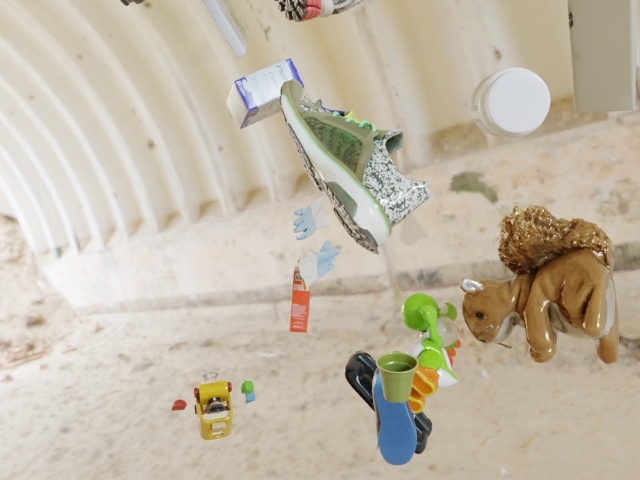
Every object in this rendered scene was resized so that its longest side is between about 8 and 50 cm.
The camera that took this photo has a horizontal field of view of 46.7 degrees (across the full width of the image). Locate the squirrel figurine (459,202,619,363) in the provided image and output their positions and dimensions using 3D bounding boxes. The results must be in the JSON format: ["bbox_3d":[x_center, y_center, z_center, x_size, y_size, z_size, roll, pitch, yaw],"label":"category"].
[{"bbox_3d":[0.555,0.113,1.915,0.370,0.397,0.281,-3,-17,30],"label":"squirrel figurine"}]

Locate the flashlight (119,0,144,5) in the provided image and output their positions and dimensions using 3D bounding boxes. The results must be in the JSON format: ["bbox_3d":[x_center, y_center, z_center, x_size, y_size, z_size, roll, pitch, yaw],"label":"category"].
[{"bbox_3d":[-0.401,-0.547,1.274,0.103,0.304,0.103,-41,44,1],"label":"flashlight"}]

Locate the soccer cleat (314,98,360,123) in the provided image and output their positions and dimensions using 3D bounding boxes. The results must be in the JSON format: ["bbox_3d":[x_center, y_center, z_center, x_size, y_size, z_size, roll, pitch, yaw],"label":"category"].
[{"bbox_3d":[0.089,-0.306,2.128,0.289,0.121,0.093,25,20,-17],"label":"soccer cleat"}]

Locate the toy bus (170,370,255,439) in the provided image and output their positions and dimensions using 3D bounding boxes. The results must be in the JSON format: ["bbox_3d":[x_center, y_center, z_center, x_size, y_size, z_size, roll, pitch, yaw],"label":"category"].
[{"bbox_3d":[-0.273,0.441,1.924,0.191,0.104,0.202,-35,-38,23],"label":"toy bus"}]

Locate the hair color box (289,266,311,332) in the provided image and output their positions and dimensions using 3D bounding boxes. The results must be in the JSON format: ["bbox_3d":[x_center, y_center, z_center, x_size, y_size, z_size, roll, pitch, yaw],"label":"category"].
[{"bbox_3d":[-0.054,0.160,2.032,0.053,0.167,0.093,3,6,0],"label":"hair color box"}]

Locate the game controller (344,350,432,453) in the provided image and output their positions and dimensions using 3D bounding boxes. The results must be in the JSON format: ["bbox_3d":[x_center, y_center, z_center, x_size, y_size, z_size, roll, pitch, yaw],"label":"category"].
[{"bbox_3d":[0.189,0.449,2.071,0.067,0.319,0.166,-42,2,31],"label":"game controller"}]

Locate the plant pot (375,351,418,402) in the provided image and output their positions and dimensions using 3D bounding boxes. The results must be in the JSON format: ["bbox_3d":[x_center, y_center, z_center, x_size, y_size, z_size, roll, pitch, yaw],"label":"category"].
[{"bbox_3d":[0.151,0.274,1.460,0.083,0.079,0.083,-1,18,0],"label":"plant pot"}]

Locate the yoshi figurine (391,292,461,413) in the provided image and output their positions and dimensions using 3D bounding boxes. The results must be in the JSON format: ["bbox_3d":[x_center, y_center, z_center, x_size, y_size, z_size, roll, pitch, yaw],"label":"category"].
[{"bbox_3d":[0.267,0.277,2.035,0.204,0.203,0.362,-6,31,29],"label":"yoshi figurine"}]

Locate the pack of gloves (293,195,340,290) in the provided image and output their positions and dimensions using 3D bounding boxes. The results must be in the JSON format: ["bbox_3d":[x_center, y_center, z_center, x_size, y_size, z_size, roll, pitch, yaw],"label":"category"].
[{"bbox_3d":[0.000,0.000,1.872,0.046,0.195,0.232,-5,12,21],"label":"pack of gloves"}]

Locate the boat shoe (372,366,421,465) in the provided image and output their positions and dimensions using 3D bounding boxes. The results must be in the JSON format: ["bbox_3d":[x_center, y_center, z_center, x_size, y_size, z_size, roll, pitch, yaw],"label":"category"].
[{"bbox_3d":[0.173,0.390,1.683,0.109,0.258,0.089,-3,26,3],"label":"boat shoe"}]

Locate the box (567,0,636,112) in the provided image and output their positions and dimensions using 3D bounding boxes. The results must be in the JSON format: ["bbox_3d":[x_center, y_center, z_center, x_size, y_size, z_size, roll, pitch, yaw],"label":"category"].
[{"bbox_3d":[0.432,-0.339,1.137,0.094,0.275,0.113,1,42,24],"label":"box"}]

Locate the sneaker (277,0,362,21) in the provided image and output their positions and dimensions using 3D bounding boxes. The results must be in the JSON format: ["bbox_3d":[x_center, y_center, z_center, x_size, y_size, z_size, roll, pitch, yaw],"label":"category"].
[{"bbox_3d":[-0.013,-0.321,0.708,0.093,0.225,0.088,-13,2,-24],"label":"sneaker"}]

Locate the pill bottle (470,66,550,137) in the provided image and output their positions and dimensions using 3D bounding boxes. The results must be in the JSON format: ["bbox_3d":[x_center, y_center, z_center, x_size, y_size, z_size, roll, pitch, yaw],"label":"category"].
[{"bbox_3d":[0.445,-0.322,1.744,0.161,0.161,0.283,-14,8,8],"label":"pill bottle"}]

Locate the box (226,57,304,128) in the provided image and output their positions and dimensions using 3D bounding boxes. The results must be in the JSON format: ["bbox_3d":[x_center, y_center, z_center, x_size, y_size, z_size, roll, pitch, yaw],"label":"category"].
[{"bbox_3d":[-0.118,-0.309,1.572,0.137,0.072,0.126,-27,-1,-17],"label":"box"}]

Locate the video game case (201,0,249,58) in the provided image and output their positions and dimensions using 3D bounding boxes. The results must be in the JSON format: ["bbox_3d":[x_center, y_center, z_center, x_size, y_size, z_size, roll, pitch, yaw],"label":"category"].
[{"bbox_3d":[-0.213,-0.491,1.490,0.026,0.227,0.206,-28,26,11],"label":"video game case"}]

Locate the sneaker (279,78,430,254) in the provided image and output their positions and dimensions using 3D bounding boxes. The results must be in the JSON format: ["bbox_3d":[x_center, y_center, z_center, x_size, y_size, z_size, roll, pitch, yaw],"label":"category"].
[{"bbox_3d":[0.063,-0.166,1.382,0.182,0.410,0.158,-29,-29,-5],"label":"sneaker"}]
